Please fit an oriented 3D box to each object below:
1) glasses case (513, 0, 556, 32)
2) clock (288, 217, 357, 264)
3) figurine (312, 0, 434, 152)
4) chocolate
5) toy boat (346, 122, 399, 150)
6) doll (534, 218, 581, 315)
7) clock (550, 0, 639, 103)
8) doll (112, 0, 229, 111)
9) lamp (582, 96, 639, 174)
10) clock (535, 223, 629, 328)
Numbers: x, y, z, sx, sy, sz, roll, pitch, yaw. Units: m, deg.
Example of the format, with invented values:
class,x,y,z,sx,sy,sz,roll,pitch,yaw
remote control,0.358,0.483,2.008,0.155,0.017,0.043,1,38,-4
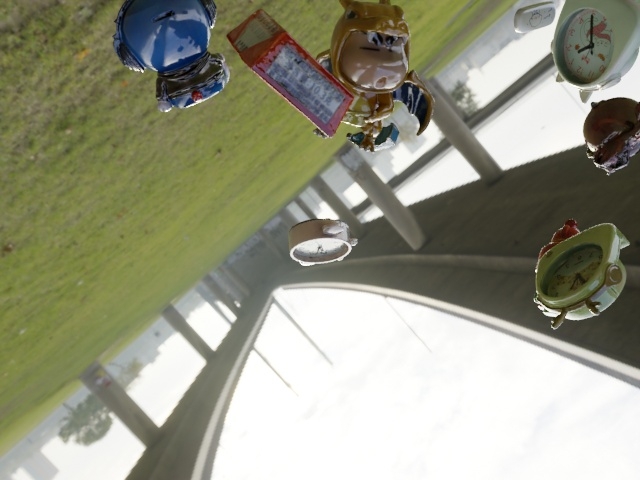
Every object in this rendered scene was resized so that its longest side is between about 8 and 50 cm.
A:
class,x,y,z,sx,sy,sz,roll,pitch,yaw
glasses case,0.692,-0.720,1.904,0.197,0.076,0.049,-24,-148,-30
clock,0.000,0.000,1.452,0.156,0.063,0.229,2,156,-19
figurine,0.099,-0.466,1.617,0.268,0.401,0.387,-29,142,-41
chocolate,-0.060,-0.353,1.229,0.108,0.237,0.234,-45,-144,12
toy boat,0.166,-0.337,1.905,0.185,0.077,0.075,-1,-118,50
doll,0.856,0.088,2.083,0.183,0.160,0.363,-5,-120,47
clock,0.791,-0.567,1.697,0.109,0.265,0.324,-15,141,-22
doll,-0.382,-0.511,1.541,0.284,0.309,0.240,-28,-154,-9
lamp,0.729,-0.264,1.411,0.223,0.151,0.215,-96,-153,-43
clock,0.671,0.106,1.524,0.235,0.096,0.308,-34,-162,43
